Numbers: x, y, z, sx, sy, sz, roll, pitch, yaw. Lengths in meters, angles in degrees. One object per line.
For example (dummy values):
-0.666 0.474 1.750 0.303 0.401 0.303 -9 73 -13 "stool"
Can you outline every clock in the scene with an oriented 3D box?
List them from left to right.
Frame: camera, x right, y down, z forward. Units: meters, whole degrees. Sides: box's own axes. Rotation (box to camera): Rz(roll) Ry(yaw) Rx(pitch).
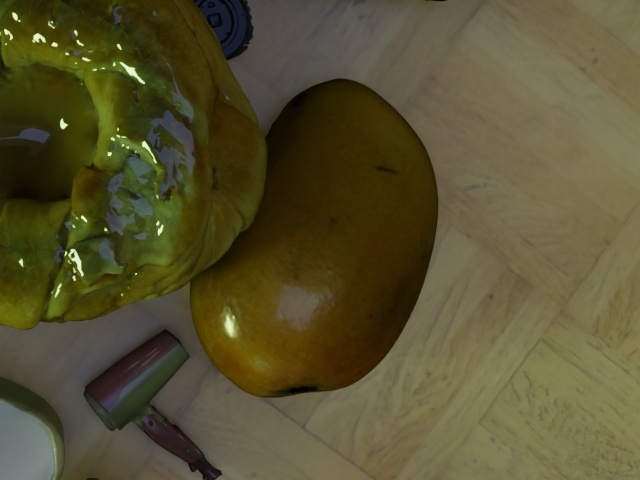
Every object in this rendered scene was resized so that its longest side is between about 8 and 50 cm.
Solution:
-0.103 -0.214 1.849 0.074 0.010 0.083 -12 96 -7 "clock"

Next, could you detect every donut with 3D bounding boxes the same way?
-0.228 -0.092 1.695 0.360 0.170 0.360 0 92 13 "donut"

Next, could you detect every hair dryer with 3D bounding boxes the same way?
-0.148 0.174 1.857 0.106 0.054 0.154 -37 108 -9 "hair dryer"

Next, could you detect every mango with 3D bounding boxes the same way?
0.000 0.000 1.802 0.211 0.173 0.317 20 79 3 "mango"

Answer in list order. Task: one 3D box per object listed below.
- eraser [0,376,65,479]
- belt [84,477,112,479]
-0.434 0.238 1.767 0.331 0.150 0.331 0 92 -10 "eraser"
-0.254 0.346 1.767 0.257 0.207 0.150 -42 99 14 "belt"
